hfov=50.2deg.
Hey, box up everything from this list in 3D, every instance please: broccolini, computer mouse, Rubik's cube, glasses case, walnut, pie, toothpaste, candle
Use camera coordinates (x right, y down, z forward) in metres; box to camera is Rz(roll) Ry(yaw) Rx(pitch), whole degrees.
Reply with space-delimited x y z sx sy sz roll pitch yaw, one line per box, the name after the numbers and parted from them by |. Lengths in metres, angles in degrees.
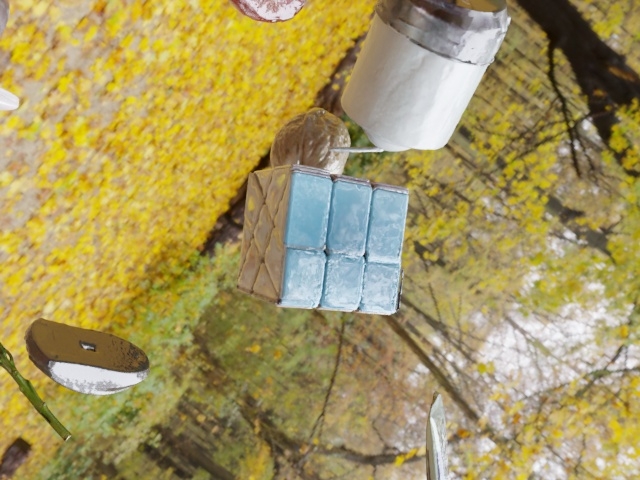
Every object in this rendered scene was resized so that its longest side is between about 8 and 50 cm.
-0.434 0.203 0.997 0.042 0.218 0.044 -42 175 -35 | broccolini
-0.463 0.240 1.339 0.270 0.137 0.086 25 107 -45 | computer mouse
0.000 0.000 1.202 0.221 0.225 0.231 -173 -90 -66 | Rubik's cube
-0.337 -0.146 0.679 0.083 0.032 0.021 15 73 -70 | glasses case
-0.020 -0.208 1.539 0.178 0.178 0.230 -50 -165 49 | walnut
-0.059 -0.325 0.784 0.036 0.154 0.154 16 -118 50 | pie
0.174 0.341 1.011 0.060 0.038 0.233 -38 125 -63 | toothpaste
0.164 -0.288 1.186 0.221 0.221 0.342 -53 169 -54 | candle

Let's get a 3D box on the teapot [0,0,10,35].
-0.659 -0.444 1.014 0.233 0.315 0.312 -25 149 -2 | teapot
